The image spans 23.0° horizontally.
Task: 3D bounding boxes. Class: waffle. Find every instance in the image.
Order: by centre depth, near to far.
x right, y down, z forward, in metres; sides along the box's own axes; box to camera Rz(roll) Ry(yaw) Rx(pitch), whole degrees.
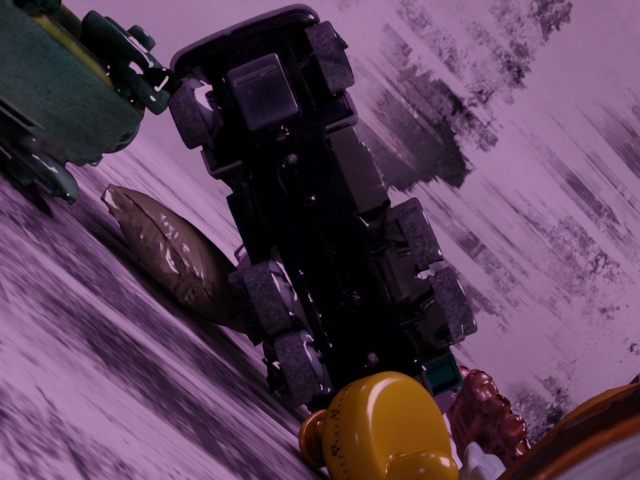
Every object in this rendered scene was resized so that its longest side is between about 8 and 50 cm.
[{"bbox_3d":[0.189,0.241,1.658,0.221,0.055,0.234,-138,-150,-65],"label":"waffle"}]

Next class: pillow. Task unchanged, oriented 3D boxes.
[{"bbox_3d":[-0.108,0.022,1.308,0.119,0.053,0.208,52,3,22],"label":"pillow"}]

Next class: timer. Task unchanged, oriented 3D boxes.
[{"bbox_3d":[0.055,0.144,1.108,0.107,0.109,0.107,26,54,-42],"label":"timer"}]

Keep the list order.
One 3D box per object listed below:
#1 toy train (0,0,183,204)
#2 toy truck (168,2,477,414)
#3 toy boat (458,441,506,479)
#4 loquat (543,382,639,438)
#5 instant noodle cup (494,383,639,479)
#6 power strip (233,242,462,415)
[{"bbox_3d":[-0.252,-0.159,1.094,0.237,0.150,0.369,37,-3,21],"label":"toy train"},{"bbox_3d":[-0.001,-0.003,1.302,0.178,0.177,0.363,66,2,-85],"label":"toy truck"},{"bbox_3d":[0.149,0.239,1.116,0.199,0.100,0.290,43,0,15],"label":"toy boat"},{"bbox_3d":[0.299,0.268,1.446,0.275,0.275,0.275,43,1,-1],"label":"loquat"},{"bbox_3d":[0.151,0.154,0.449,0.296,0.296,0.214,44,11,22],"label":"instant noodle cup"},{"bbox_3d":[0.021,0.099,1.597,0.279,0.109,0.037,43,-1,-5],"label":"power strip"}]
